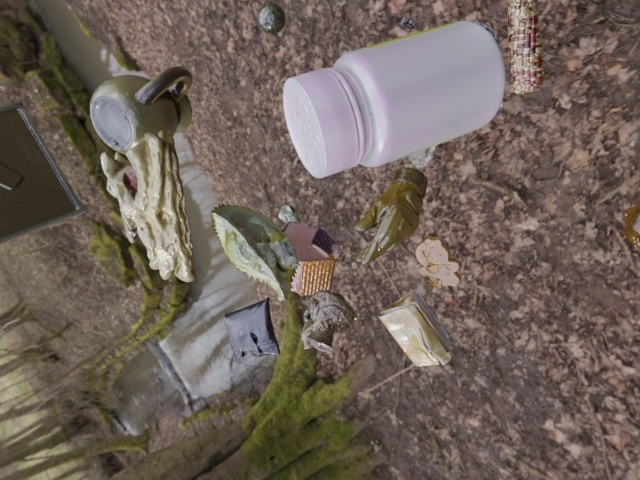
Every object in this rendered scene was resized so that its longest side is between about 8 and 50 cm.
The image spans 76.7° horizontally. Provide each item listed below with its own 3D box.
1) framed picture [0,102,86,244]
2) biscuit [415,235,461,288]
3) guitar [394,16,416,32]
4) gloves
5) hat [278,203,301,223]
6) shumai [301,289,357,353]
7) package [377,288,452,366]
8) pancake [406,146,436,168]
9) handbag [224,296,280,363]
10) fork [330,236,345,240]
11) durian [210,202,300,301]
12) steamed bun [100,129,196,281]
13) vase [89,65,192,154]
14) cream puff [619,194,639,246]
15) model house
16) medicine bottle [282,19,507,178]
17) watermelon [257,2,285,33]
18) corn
[{"bbox_3d":[-0.701,-0.149,0.895,0.016,0.213,0.289,-23,97,55],"label":"framed picture"},{"bbox_3d":[0.490,0.092,1.703,0.184,0.035,0.248,-19,108,41],"label":"biscuit"},{"bbox_3d":[0.362,-0.897,1.678,0.084,0.271,0.038,24,115,-10],"label":"guitar"},{"bbox_3d":[0.210,-0.063,1.169,0.141,0.330,0.154,19,160,29],"label":"gloves"},{"bbox_3d":[-0.126,-0.110,1.809,0.123,0.166,0.081,18,87,11],"label":"hat"},{"bbox_3d":[0.010,0.271,1.317,0.166,0.175,0.205,36,139,4],"label":"shumai"},{"bbox_3d":[0.438,0.407,1.790,0.311,0.221,0.165,55,-177,-9],"label":"package"},{"bbox_3d":[0.440,-0.414,1.777,0.199,0.021,0.199,0,90,57],"label":"pancake"},{"bbox_3d":[-0.258,0.347,1.523,0.255,0.089,0.210,-24,73,34],"label":"handbag"},{"bbox_3d":[0.000,-0.002,1.696,0.235,0.039,0.021,-4,76,31],"label":"fork"},{"bbox_3d":[-0.160,0.025,1.097,0.306,0.172,0.166,55,166,6],"label":"durian"},{"bbox_3d":[-0.453,-0.098,1.058,0.247,0.190,0.427,-119,26,-46],"label":"steamed bun"},{"bbox_3d":[-0.520,-0.427,1.270,0.330,0.302,0.240,-30,102,34],"label":"vase"},{"bbox_3d":[1.105,-0.052,1.289,0.241,0.155,0.268,93,163,-57],"label":"cream puff"},{"bbox_3d":[-0.054,0.082,1.532,0.238,0.236,0.202,14,126,10],"label":"model house"},{"bbox_3d":[0.138,-0.263,0.768,0.213,0.379,0.213,59,163,31],"label":"medicine bottle"},{"bbox_3d":[-0.184,-0.837,1.523,0.133,0.105,0.105,-101,20,-50],"label":"watermelon"},{"bbox_3d":[0.634,-0.604,1.259,0.098,0.098,0.289,0,110,44],"label":"corn"}]
